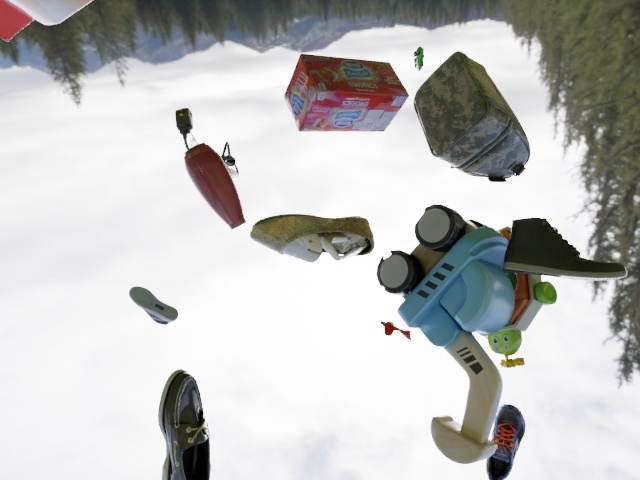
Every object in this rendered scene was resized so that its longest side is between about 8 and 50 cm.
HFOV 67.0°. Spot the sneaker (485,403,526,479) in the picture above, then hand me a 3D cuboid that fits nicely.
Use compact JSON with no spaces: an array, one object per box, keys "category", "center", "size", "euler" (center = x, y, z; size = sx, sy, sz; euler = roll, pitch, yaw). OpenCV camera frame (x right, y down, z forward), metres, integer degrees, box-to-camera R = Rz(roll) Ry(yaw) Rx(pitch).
[{"category":"sneaker","center":[0.479,0.533,1.255],"size":[0.083,0.221,0.087],"euler":[9,-173,25]}]

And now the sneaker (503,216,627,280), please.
[{"category":"sneaker","center":[0.488,0.015,0.969],"size":[0.222,0.118,0.083],"euler":[6,175,28]}]

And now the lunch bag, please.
[{"category":"lunch bag","center":[0.431,-0.326,1.339],"size":[0.256,0.212,0.305],"euler":[17,-135,-30]}]

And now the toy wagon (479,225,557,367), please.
[{"category":"toy wagon","center":[0.451,0.139,1.203],"size":[0.068,0.267,0.344],"euler":[18,-117,-24]}]

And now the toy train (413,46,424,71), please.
[{"category":"toy train","center":[0.220,-0.403,1.074],"size":[0.017,0.023,0.083],"euler":[42,-176,14]}]

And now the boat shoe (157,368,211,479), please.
[{"category":"boat shoe","center":[-0.218,0.327,0.806],"size":[0.069,0.227,0.081],"euler":[7,-168,29]}]

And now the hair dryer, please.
[{"category":"hair dryer","center":[-0.215,-0.153,1.078],"size":[0.080,0.224,0.293],"euler":[-28,-122,19]}]

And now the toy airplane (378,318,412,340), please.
[{"category":"toy airplane","center":[0.288,0.340,1.847],"size":[0.151,0.028,0.151],"euler":[23,-165,-7]}]

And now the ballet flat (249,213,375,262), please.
[{"category":"ballet flat","center":[0.000,0.000,1.164],"size":[0.349,0.123,0.123],"euler":[-2,-160,-40]}]

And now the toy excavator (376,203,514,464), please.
[{"category":"toy excavator","center":[0.321,0.202,1.100],"size":[0.222,0.432,0.445],"euler":[17,-153,-46]}]

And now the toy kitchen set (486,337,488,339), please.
[{"category":"toy kitchen set","center":[0.480,0.250,1.336],"size":[0.083,0.068,0.075],"euler":[-27,-115,-32]}]

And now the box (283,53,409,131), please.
[{"category":"box","center":[0.060,-0.342,1.143],"size":[0.257,0.128,0.122],"euler":[-8,-119,-30]}]

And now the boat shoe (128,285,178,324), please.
[{"category":"boat shoe","center":[-0.576,0.228,1.639],"size":[0.083,0.183,0.065],"euler":[-35,-156,45]}]

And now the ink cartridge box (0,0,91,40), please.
[{"category":"ink cartridge box","center":[-0.366,-0.286,0.529],"size":[0.180,0.145,0.045],"euler":[-18,-115,25]}]
